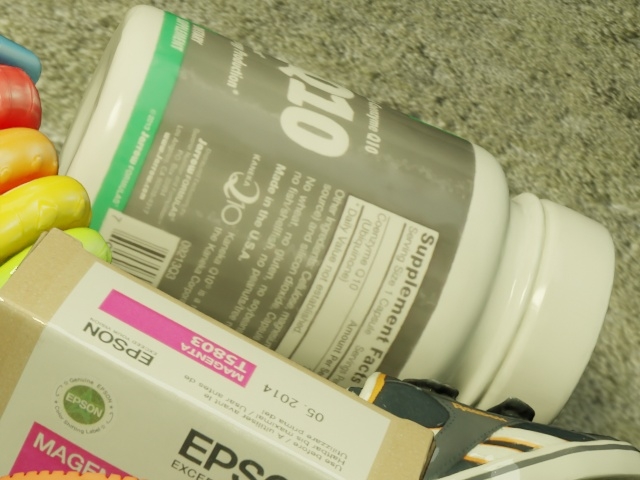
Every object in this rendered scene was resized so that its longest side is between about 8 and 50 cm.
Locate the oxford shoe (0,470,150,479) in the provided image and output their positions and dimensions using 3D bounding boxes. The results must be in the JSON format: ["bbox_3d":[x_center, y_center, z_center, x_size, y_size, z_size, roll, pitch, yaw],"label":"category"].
[{"bbox_3d":[-0.168,0.179,0.900,0.271,0.097,0.098,-12,40,3],"label":"oxford shoe"}]

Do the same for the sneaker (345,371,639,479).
[{"bbox_3d":[0.077,0.146,1.226,0.321,0.126,0.127,-1,45,-41],"label":"sneaker"}]

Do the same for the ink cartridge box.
[{"bbox_3d":[-0.089,0.137,1.016,0.235,0.193,0.088,28,27,1],"label":"ink cartridge box"}]

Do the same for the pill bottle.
[{"bbox_3d":[0.000,0.000,1.320,0.361,0.204,0.204,23,28,-12],"label":"pill bottle"}]

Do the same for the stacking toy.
[{"bbox_3d":[-0.171,0.031,1.125,0.302,0.166,0.175,50,8,11],"label":"stacking toy"}]
